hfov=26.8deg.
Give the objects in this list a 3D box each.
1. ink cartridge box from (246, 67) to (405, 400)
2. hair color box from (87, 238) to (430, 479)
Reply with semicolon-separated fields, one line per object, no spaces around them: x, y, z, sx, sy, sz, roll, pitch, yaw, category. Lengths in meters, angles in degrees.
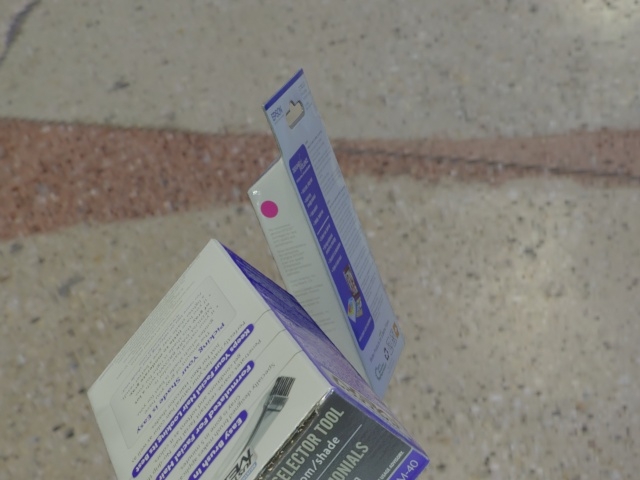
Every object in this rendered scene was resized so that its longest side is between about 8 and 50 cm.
0.000;0.000;1.543;0.069;0.371;0.176;-14;17;18;ink cartridge box
-0.065;0.143;1.049;0.185;0.110;0.339;-51;24;3;hair color box
